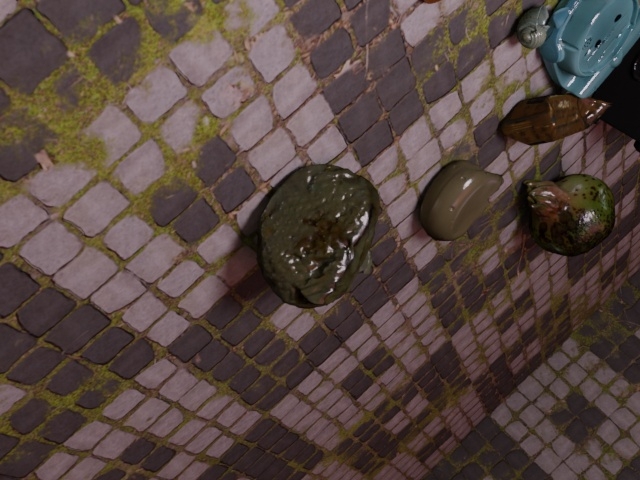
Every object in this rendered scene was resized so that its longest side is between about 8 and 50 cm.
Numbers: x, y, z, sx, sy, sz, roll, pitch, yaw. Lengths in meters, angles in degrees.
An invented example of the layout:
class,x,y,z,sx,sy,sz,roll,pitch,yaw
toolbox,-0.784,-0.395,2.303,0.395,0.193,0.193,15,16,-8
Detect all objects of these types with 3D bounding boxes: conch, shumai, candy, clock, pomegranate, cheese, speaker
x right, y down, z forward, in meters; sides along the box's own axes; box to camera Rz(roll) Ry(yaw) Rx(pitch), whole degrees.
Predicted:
class,x,y,z,sx,sy,sz,roll,pitch,yaw
conch,0.401,-0.405,1.364,0.085,0.057,0.076,-55,144,-47
shumai,0.000,0.000,1.290,0.255,0.189,0.218,-60,166,-4
candy,0.533,-0.275,1.599,0.271,0.143,0.101,-16,99,-40
clock,0.553,-0.430,1.469,0.223,0.094,0.274,-53,148,11
pomegranate,0.628,-0.082,1.894,0.204,0.277,0.221,-166,-82,-84
cheese,0.295,-0.084,1.572,0.175,0.091,0.202,2,127,-50
speaker,0.813,-0.371,1.749,0.232,0.184,0.253,-17,137,-38

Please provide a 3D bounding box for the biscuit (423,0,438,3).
class,x,y,z,sx,sy,sz,roll,pitch,yaw
biscuit,0.186,-0.429,1.126,0.102,0.019,0.130,-42,149,-3
